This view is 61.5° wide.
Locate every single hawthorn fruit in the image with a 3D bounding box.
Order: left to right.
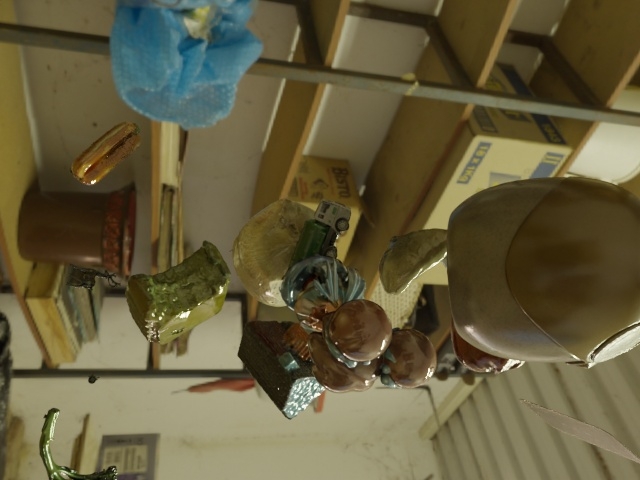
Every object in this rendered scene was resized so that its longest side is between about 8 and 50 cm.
[{"bbox_3d":[0.530,0.296,1.703,0.262,0.258,0.258,58,-25,15],"label":"hawthorn fruit"}]

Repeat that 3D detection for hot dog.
[{"bbox_3d":[-0.624,-0.262,1.576,0.250,0.076,0.104,-55,152,-29],"label":"hot dog"}]

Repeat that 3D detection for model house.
[{"bbox_3d":[-0.149,0.435,2.077,0.360,0.297,0.339,45,-14,29],"label":"model house"}]

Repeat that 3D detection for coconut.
[{"bbox_3d":[-0.111,0.036,1.819,0.360,0.346,0.346,-32,-125,54],"label":"coconut"}]

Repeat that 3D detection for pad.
[{"bbox_3d":[0.622,0.458,1.305,0.002,0.176,0.266,-56,-159,-14],"label":"pad"}]

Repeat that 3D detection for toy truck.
[{"bbox_3d":[0.000,0.000,1.549,0.101,0.125,0.242,-74,-174,-84],"label":"toy truck"}]

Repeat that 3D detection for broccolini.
[{"bbox_3d":[-0.471,0.432,1.055,0.062,0.123,0.271,17,-59,40],"label":"broccolini"}]

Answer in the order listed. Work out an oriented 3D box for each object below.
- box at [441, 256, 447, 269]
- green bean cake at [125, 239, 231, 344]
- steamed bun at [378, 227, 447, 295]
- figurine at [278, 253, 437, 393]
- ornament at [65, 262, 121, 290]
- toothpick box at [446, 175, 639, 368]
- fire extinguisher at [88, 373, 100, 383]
[{"bbox_3d":[0.566,0.083,2.027,0.162,0.227,0.130,-13,-137,33],"label":"box"},{"bbox_3d":[-0.343,0.133,1.323,0.124,0.236,0.233,51,-30,18],"label":"green bean cake"},{"bbox_3d":[0.225,0.041,1.459,0.110,0.231,0.212,54,-12,-8],"label":"steamed bun"},{"bbox_3d":[0.064,0.193,1.241,0.248,0.277,0.388,-49,-149,15],"label":"figurine"},{"bbox_3d":[-0.533,0.093,1.273,0.028,0.125,0.073,-47,-140,25],"label":"ornament"},{"bbox_3d":[0.506,0.067,1.154,0.409,0.425,0.409,-5,90,-68],"label":"toothpick box"},{"bbox_3d":[-0.767,0.466,1.820,0.083,0.038,0.025,165,-67,-68],"label":"fire extinguisher"}]
